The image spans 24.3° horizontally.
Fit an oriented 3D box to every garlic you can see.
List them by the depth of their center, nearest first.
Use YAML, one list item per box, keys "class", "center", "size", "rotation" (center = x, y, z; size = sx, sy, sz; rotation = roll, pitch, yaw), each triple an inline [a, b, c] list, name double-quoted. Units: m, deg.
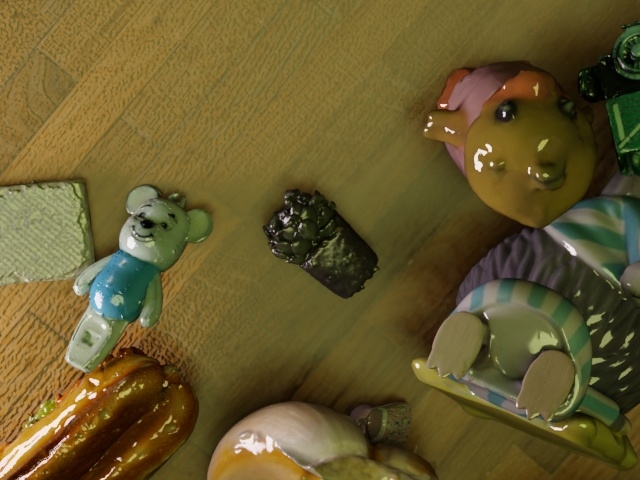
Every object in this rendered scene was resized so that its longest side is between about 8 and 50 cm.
- class: "garlic"
  center: [0.012, 0.334, 1.735]
  size: [0.286, 0.249, 0.313]
  rotation: [6, 134, -16]

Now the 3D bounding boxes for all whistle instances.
- class: "whistle"
  center: [-0.220, 0.043, 1.706]
  size: [0.114, 0.077, 0.235]
  rotation: [25, 72, 14]

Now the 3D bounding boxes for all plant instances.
- class: "plant"
  center: [0.000, 0.000, 1.738]
  size: [0.143, 0.092, 0.094]
  rotation: [38, 102, -17]

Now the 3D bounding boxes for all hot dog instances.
- class: "hot dog"
  center: [-0.296, 0.261, 1.748]
  size: [0.349, 0.117, 0.158]
  rotation: [-45, 121, 7]

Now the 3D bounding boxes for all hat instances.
- class: "hat"
  center: [0.070, 0.221, 1.808]
  size: [0.087, 0.042, 0.058]
  rotation: [-3, 101, -38]

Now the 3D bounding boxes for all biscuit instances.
- class: "biscuit"
  center: [-0.367, -0.006, 1.738]
  size: [0.199, 0.040, 0.121]
  rotation: [-5, 98, -2]

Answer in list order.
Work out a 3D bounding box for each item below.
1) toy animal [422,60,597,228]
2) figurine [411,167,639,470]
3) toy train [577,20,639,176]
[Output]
- class: "toy animal"
  center: [0.217, -0.109, 1.635]
  size: [0.195, 0.281, 0.169]
  rotation: [-5, 102, -4]
- class: "figurine"
  center: [0.279, 0.032, 1.646]
  size: [0.266, 0.361, 0.377]
  rotation: [20, 81, 18]
- class: "toy train"
  center: [0.407, -0.164, 1.550]
  size: [0.269, 0.115, 0.154]
  rotation: [-12, 74, 11]
